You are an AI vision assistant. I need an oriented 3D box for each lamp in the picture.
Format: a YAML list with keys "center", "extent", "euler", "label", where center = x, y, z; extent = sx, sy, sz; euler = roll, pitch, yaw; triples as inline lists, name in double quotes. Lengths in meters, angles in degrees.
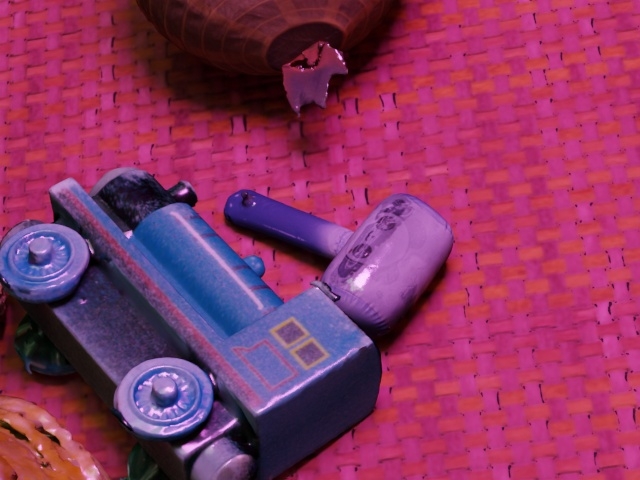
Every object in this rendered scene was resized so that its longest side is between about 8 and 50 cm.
- center: [-0.040, -0.229, 1.586]
  extent: [0.250, 0.250, 0.284]
  euler: [-14, 66, 0]
  label: "lamp"

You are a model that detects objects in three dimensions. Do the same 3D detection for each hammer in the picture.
- center: [0.000, 0.000, 1.528]
  extent: [0.194, 0.069, 0.116]
  euler: [22, 62, 33]
  label: "hammer"

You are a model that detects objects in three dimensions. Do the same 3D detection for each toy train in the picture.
- center: [-0.109, 0.062, 1.470]
  extent: [0.194, 0.120, 0.298]
  euler: [-31, 55, -21]
  label: "toy train"

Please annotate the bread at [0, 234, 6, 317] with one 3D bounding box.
- center: [-0.299, 0.059, 1.523]
  extent: [0.192, 0.067, 0.119]
  euler: [-44, 35, -18]
  label: "bread"

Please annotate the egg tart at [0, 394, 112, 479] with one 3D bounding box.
- center: [-0.283, 0.215, 1.383]
  extent: [0.294, 0.123, 0.294]
  euler: [-6, 54, 8]
  label: "egg tart"
